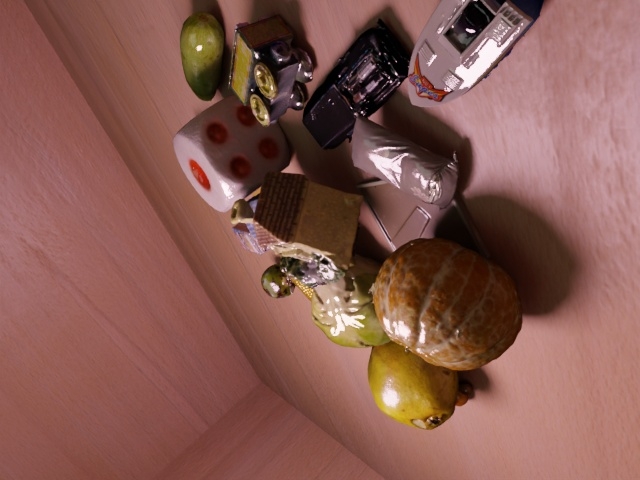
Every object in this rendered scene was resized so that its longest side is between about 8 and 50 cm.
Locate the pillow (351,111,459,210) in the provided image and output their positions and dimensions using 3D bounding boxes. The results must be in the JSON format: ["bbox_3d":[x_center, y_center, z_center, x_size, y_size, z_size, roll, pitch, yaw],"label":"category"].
[{"bbox_3d":[0.165,-0.154,1.090,0.255,0.059,0.169,30,152,21],"label":"pillow"}]

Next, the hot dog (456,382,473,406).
[{"bbox_3d":[0.415,0.465,1.614,0.090,0.060,0.140,40,160,15],"label":"hot dog"}]

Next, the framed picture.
[{"bbox_3d":[0.230,-0.053,1.248,0.240,0.020,0.324,58,155,-14],"label":"framed picture"}]

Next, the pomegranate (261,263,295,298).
[{"bbox_3d":[-0.150,0.160,2.087,0.169,0.148,0.148,-6,123,32],"label":"pomegranate"}]

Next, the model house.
[{"bbox_3d":[-0.085,-0.030,1.392,0.266,0.261,0.321,20,165,-30],"label":"model house"}]

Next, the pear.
[{"bbox_3d":[0.268,0.399,1.549,0.321,0.269,0.269,52,164,49],"label":"pear"}]

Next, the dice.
[{"bbox_3d":[-0.254,-0.254,1.531,0.259,0.251,0.243,55,154,-10],"label":"dice"}]

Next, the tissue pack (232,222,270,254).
[{"bbox_3d":[-0.286,-0.009,2.148,0.155,0.065,0.115,15,137,52],"label":"tissue pack"}]

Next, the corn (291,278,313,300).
[{"bbox_3d":[-0.026,0.164,1.900,0.310,0.101,0.101,52,156,3],"label":"corn"}]

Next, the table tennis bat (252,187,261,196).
[{"bbox_3d":[-0.236,-0.237,1.766,0.198,0.050,0.320,24,147,49],"label":"table tennis bat"}]

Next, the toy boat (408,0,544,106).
[{"bbox_3d":[0.216,-0.302,0.841,0.129,0.088,0.295,50,155,4],"label":"toy boat"}]

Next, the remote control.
[{"bbox_3d":[0.061,-0.308,1.134,0.144,0.062,0.399,52,156,-3],"label":"remote control"}]

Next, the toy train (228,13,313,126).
[{"bbox_3d":[-0.120,-0.395,1.250,0.177,0.134,0.261,55,156,12],"label":"toy train"}]

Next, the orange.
[{"bbox_3d":[0.271,0.143,1.146,0.329,0.249,0.329,33,170,7],"label":"orange"}]

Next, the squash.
[{"bbox_3d":[-0.339,-0.500,1.497,0.118,0.118,0.370,48,158,6],"label":"squash"}]

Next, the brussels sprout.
[{"bbox_3d":[0.095,0.176,1.532,0.317,0.243,0.273,43,152,12],"label":"brussels sprout"}]
